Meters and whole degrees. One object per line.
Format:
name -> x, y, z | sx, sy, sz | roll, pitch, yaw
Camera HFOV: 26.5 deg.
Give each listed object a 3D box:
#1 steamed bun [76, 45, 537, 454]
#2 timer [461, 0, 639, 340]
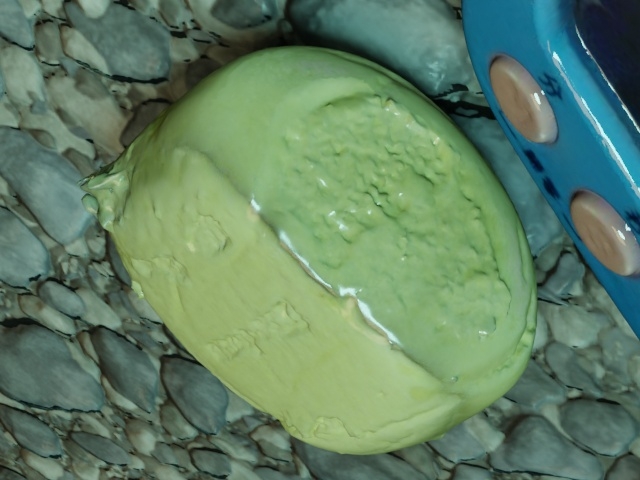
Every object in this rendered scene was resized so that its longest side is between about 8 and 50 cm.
steamed bun -> 0.000, 0.000, 0.858 | 0.273, 0.166, 0.232 | 44, 150, -3
timer -> 0.213, -0.032, 0.626 | 0.340, 0.115, 0.309 | 56, 166, -4
